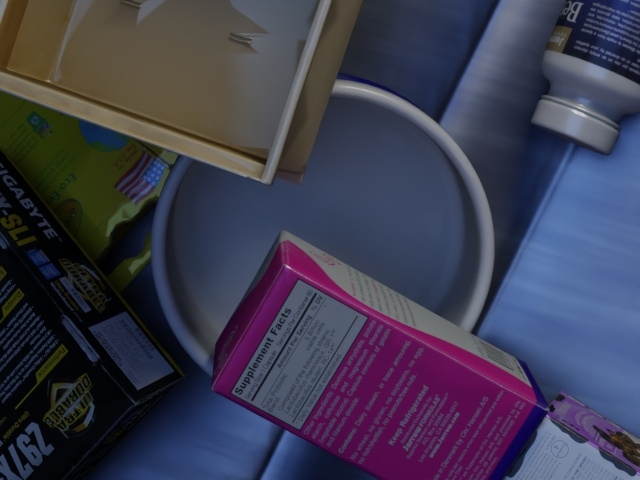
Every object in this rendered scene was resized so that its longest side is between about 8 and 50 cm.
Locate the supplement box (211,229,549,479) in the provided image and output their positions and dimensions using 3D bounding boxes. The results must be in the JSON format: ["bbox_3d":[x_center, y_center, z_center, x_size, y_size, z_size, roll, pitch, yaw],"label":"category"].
[{"bbox_3d":[0.040,0.099,1.109,0.220,0.111,0.114,30,101,-8],"label":"supplement box"}]

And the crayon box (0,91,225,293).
[{"bbox_3d":[-0.245,-0.090,1.311,0.202,0.081,0.318,-46,79,9],"label":"crayon box"}]

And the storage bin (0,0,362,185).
[{"bbox_3d":[-0.097,-0.202,1.062,0.260,0.123,0.262,20,94,12],"label":"storage bin"}]

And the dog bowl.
[{"bbox_3d":[0.000,0.000,1.196,0.265,0.104,0.265,-1,103,-2],"label":"dog bowl"}]

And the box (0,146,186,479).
[{"bbox_3d":[-0.300,0.120,1.269,0.257,0.079,0.322,49,120,9],"label":"box"}]

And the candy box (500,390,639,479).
[{"bbox_3d":[0.244,0.202,1.145,0.196,0.165,0.070,32,97,11],"label":"candy box"}]

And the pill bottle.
[{"bbox_3d":[0.232,-0.158,1.194,0.094,0.094,0.169,24,94,13],"label":"pill bottle"}]
